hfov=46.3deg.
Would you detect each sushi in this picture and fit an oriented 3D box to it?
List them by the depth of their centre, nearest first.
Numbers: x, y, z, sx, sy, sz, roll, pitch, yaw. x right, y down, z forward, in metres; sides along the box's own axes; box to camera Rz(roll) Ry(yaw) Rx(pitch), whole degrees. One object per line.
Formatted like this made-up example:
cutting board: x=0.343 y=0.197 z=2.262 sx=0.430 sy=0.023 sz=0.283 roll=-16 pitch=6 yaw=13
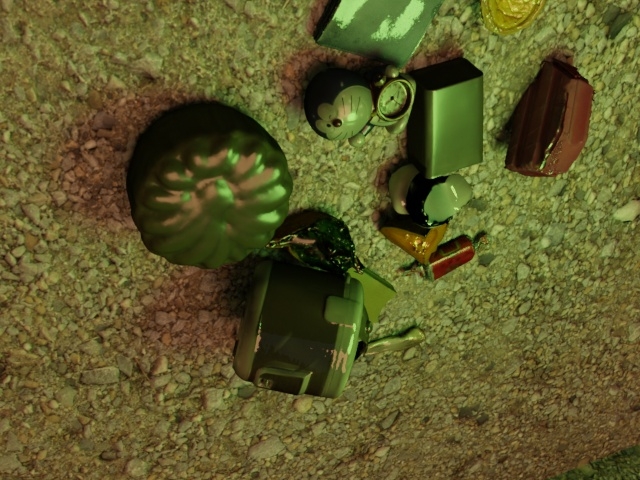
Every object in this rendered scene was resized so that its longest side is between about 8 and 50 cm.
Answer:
sushi: x=-0.001 y=0.000 z=1.875 sx=0.287 sy=0.140 sz=0.149 roll=24 pitch=122 yaw=-41

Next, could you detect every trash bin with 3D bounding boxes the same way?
trash bin: x=0.300 y=-0.292 z=1.782 sx=0.164 sy=0.122 sz=0.241 roll=-17 pitch=132 yaw=-13

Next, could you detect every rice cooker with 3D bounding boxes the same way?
rice cooker: x=-0.042 y=0.230 z=1.884 sx=0.325 sy=0.335 sz=0.335 roll=13 pitch=126 yaw=-5

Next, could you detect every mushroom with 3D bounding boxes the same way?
mushroom: x=0.230 y=0.318 z=2.348 sx=0.202 sy=0.054 sz=0.059 roll=-16 pitch=129 yaw=-5

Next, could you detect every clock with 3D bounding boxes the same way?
clock: x=0.079 y=-0.298 z=1.648 sx=0.243 sy=0.146 sz=0.200 roll=-7 pitch=127 yaw=-26

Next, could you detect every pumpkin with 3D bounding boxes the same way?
pumpkin: x=0.253 y=-0.043 z=2.009 sx=0.131 sy=0.149 sz=0.254 roll=-60 pitch=163 yaw=-12

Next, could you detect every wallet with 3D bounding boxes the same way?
wallet: x=0.149 y=-0.507 z=1.558 sx=0.251 sy=0.054 sz=0.290 roll=8 pitch=126 yaw=-30

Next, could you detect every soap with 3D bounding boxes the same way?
soap: x=0.572 y=-0.304 z=1.862 sx=0.112 sy=0.182 sz=0.289 roll=10 pitch=91 yaw=-31

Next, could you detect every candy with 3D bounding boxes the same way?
candy: x=0.367 y=0.051 z=2.164 sx=0.292 sy=0.059 sz=0.086 roll=-26 pitch=134 yaw=-5

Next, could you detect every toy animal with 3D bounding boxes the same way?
toy animal: x=0.260 y=-0.116 z=1.876 sx=0.166 sy=0.179 sz=0.138 roll=-11 pitch=117 yaw=-36

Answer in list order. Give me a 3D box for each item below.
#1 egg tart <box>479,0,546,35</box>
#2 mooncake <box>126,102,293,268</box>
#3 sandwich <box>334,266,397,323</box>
egg tart: x=0.417 y=-0.548 z=1.639 sx=0.191 sy=0.074 sz=0.191 roll=-13 pitch=133 yaw=-15
mooncake: x=-0.238 y=-0.110 z=1.623 sx=0.356 sy=0.194 sz=0.357 roll=-15 pitch=135 yaw=-15
sandwich: x=0.123 y=0.139 z=2.125 sx=0.212 sy=0.063 sz=0.245 roll=-6 pitch=132 yaw=-27
